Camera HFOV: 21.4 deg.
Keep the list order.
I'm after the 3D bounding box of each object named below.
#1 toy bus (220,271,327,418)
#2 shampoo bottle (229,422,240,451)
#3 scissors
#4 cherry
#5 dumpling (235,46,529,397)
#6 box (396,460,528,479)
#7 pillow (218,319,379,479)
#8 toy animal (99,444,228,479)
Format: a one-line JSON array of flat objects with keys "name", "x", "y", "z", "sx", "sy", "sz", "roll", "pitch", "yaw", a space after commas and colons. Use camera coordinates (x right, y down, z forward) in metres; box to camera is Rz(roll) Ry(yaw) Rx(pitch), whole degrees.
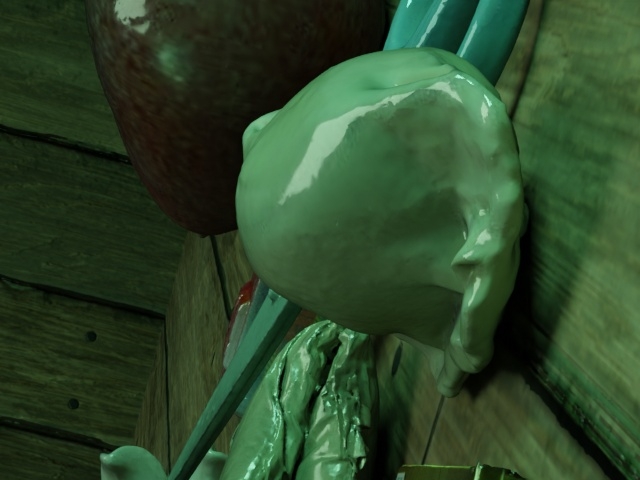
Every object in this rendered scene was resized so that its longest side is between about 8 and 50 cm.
[{"name": "toy bus", "x": -0.008, "y": 0.026, "z": 1.044, "sx": 0.065, "sy": 0.077, "sz": 0.192, "roll": -91, "pitch": 18, "yaw": -72}, {"name": "shampoo bottle", "x": -0.049, "y": 0.153, "z": 1.260, "sx": 0.141, "sy": 0.034, "sz": 0.049, "roll": 142, "pitch": 132, "yaw": -78}, {"name": "scissors", "x": 0.000, "y": 0.000, "z": 0.941, "sx": 0.447, "sy": 0.029, "sz": 0.192, "roll": -60, "pitch": 14, "yaw": 30}, {"name": "cherry", "x": -0.063, "y": -0.146, "z": 1.253, "sx": 0.261, "sy": 0.221, "sz": 0.307, "roll": -74, "pitch": -12, "yaw": -73}, {"name": "dumpling", "x": 0.033, "y": -0.003, "z": 0.715, "sx": 0.151, "sy": 0.124, "sz": 0.229, "roll": 67, "pitch": 164, "yaw": -4}, {"name": "box", "x": 0.046, "y": 0.134, "z": 0.673, "sx": 0.133, "sy": 0.023, "sz": 0.090, "roll": 141, "pitch": 144, "yaw": -77}, {"name": "pillow", "x": -0.013, "y": 0.125, "z": 0.911, "sx": 0.181, "sy": 0.078, "sz": 0.134, "roll": 111, "pitch": 177, "yaw": -67}, {"name": "toy animal", "x": -0.112, "y": 0.232, "z": 1.256, "sx": 0.131, "sy": 0.104, "sz": 0.220, "roll": -45, "pitch": -32, "yaw": -71}]
